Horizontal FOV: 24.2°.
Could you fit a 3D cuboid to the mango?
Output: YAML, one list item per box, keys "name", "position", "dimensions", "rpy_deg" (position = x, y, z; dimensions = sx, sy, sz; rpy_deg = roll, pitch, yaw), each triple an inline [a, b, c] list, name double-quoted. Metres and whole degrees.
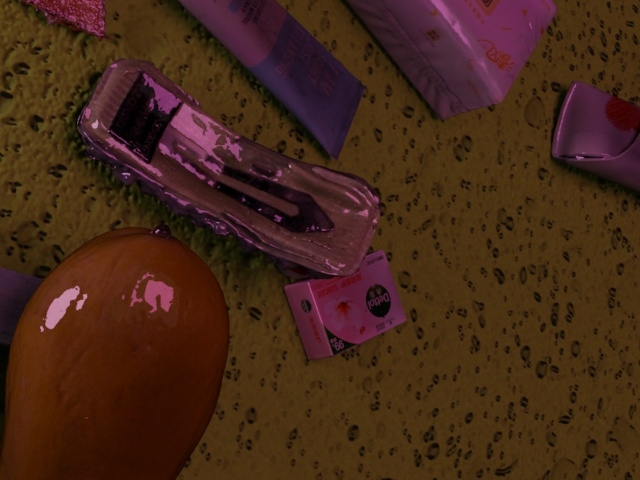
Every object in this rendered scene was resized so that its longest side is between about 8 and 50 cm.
- name: "mango"
  position: [-0.183, 0.141, 1.316]
  dimensions: [0.195, 0.142, 0.331]
  rpy_deg: [1, 116, -30]

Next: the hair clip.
- name: "hair clip"
  position: [-0.098, -0.059, 1.524]
  dimensions: [0.321, 0.091, 0.138]
  rpy_deg: [30, 61, -10]

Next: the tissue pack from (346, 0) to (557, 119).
- name: "tissue pack"
  position: [0.155, -0.292, 1.779]
  dimensions: [0.225, 0.124, 0.185]
  rpy_deg: [49, 56, -21]

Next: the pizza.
- name: "pizza"
  position: [-0.261, -0.245, 1.483]
  dimensions: [0.099, 0.029, 0.100]
  rpy_deg: [-5, 81, -33]

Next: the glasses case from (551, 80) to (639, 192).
- name: "glasses case"
  position: [0.446, -0.125, 2.016]
  dimensions: [0.308, 0.083, 0.128]
  rpy_deg: [15, 72, -38]

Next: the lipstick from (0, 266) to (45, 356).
- name: "lipstick"
  position: [-0.288, 0.065, 1.351]
  dimensions: [0.290, 0.077, 0.076]
  rpy_deg: [18, 75, -37]

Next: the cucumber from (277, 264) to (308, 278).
- name: "cucumber"
  position: [0.002, 0.000, 1.624]
  dimensions: [0.112, 0.064, 0.064]
  rpy_deg: [-24, 96, -40]

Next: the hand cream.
- name: "hand cream"
  position: [-0.060, -0.218, 1.621]
  dimensions: [0.312, 0.070, 0.111]
  rpy_deg: [39, 55, -32]

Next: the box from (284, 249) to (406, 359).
- name: "box"
  position: [0.028, 0.070, 1.643]
  dimensions: [0.125, 0.043, 0.089]
  rpy_deg: [-24, 96, -41]
